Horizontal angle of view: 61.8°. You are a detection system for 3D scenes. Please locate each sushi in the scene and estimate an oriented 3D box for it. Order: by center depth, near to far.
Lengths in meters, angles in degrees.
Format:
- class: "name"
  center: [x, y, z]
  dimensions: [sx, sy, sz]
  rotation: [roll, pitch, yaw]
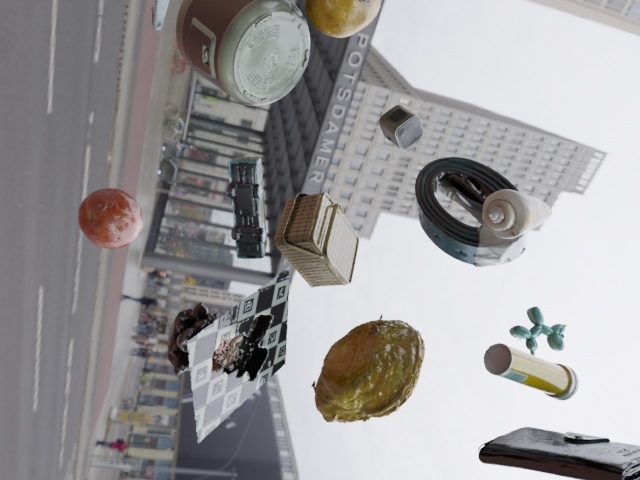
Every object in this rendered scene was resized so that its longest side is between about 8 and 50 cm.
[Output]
- class: "sushi"
  center: [-0.204, 0.254, 1.269]
  dimensions: [0.339, 0.069, 0.319]
  rotation: [-36, 139, -46]

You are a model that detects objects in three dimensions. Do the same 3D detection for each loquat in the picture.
- class: "loquat"
  center: [0.068, -0.641, 1.399]
  dimensions: [0.246, 0.214, 0.213]
  rotation: [34, -67, 55]

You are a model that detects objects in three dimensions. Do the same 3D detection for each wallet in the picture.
- class: "wallet"
  center: [0.492, 0.424, 1.069]
  dimensions: [0.318, 0.173, 0.045]
  rotation: [-18, -99, 56]

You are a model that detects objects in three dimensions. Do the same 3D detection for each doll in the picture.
- class: "doll"
  center: [0.704, 0.292, 1.701]
  dimensions: [0.158, 0.159, 0.059]
  rotation: [52, -14, 11]

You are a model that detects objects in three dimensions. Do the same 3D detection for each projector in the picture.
- class: "projector"
  center: [0.220, -0.307, 1.451]
  dimensions: [0.082, 0.083, 0.083]
  rotation: [50, -6, 45]

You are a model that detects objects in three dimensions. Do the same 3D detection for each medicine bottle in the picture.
- class: "medicine bottle"
  center: [0.411, 0.254, 1.039]
  dimensions: [0.074, 0.218, 0.073]
  rotation: [-34, -136, 41]

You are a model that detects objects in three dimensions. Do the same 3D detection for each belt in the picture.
- class: "belt"
  center: [0.512, -0.098, 1.845]
  dimensions: [0.436, 0.300, 0.173]
  rotation: [47, -10, 36]

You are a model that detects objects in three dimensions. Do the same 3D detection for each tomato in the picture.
- class: "tomato"
  center: [-0.708, -0.076, 1.823]
  dimensions: [0.208, 0.184, 0.208]
  rotation: [0, -90, 35]

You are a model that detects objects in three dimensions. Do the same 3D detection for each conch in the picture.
- class: "conch"
  center: [0.561, -0.060, 1.501]
  dimensions: [0.158, 0.255, 0.127]
  rotation: [124, -37, -47]

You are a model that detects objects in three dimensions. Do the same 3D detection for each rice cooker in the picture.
- class: "rice cooker"
  center: [-0.234, -0.590, 1.557]
  dimensions: [0.325, 0.335, 0.335]
  rotation: [41, -54, 32]

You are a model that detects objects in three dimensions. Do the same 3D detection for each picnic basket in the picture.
- class: "picnic basket"
  center: [0.000, 0.000, 1.895]
  dimensions: [0.176, 0.313, 0.227]
  rotation: [-7, -130, 29]

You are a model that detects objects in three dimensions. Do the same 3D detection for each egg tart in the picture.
- class: "egg tart"
  center: [0.128, 0.345, 1.534]
  dimensions: [0.352, 0.153, 0.339]
  rotation: [-13, -138, 40]

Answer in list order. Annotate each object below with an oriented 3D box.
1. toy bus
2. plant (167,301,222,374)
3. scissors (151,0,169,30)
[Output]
- class: "toy bus"
  center: [-0.185, -0.085, 1.387]
  dimensions: [0.109, 0.091, 0.261]
  rotation: [-77, 167, -67]
- class: "plant"
  center: [-0.329, 0.274, 1.489]
  dimensions: [0.321, 0.182, 0.193]
  rotation: [-14, -114, 65]
- class: "scissors"
  center: [-0.235, -0.475, 0.842]
  dimensions: [0.360, 0.191, 0.029]
  rotation: [-50, -125, 53]
